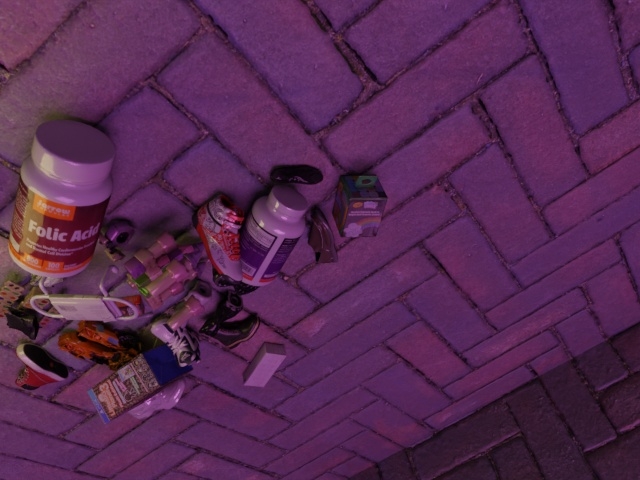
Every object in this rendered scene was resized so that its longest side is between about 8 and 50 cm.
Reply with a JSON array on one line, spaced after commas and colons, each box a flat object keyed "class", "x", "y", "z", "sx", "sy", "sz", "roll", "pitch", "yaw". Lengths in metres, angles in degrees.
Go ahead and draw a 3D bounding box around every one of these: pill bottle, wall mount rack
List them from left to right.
[{"class": "pill bottle", "x": -0.689, "y": -0.107, "z": 1.408, "sx": 0.223, "sy": 0.224, "sz": 0.392, "roll": 12, "pitch": 128, "yaw": -27}, {"class": "wall mount rack", "x": -0.694, "y": 0.194, "z": 1.642, "sx": 0.349, "sy": 0.131, "sz": 0.304, "roll": 1, "pitch": 139, "yaw": 11}, {"class": "pill bottle", "x": -0.166, "y": -0.016, "z": 1.691, "sx": 0.181, "sy": 0.182, "sz": 0.323, "roll": 14, "pitch": 126, "yaw": -28}]

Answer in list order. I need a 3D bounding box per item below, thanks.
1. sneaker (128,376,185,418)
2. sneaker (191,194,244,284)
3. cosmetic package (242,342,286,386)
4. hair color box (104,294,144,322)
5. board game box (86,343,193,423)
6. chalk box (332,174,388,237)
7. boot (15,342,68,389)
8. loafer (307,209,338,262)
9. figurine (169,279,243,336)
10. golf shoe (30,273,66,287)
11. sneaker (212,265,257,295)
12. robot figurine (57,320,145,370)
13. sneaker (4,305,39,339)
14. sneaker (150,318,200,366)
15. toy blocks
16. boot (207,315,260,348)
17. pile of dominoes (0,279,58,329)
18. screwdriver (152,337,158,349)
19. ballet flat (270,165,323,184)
[{"class": "sneaker", "x": -0.702, "y": 0.651, "z": 2.192, "sx": 0.305, "sy": 0.114, "sz": 0.152, "roll": -31, "pitch": 135, "yaw": 12}, {"class": "sneaker", "x": -0.282, "y": -0.010, "z": 1.616, "sx": 0.145, "sy": 0.270, "sz": 0.090, "roll": -37, "pitch": 165, "yaw": 20}, {"class": "cosmetic package", "x": -0.244, "y": 0.540, "z": 2.272, "sx": 0.098, "sy": 0.061, "sz": 0.239, "roll": 16, "pitch": 126, "yaw": -27}, {"class": "hair color box", "x": -0.703, "y": 0.242, "z": 1.859, "sx": 0.141, "sy": 0.043, "sz": 0.072, "roll": -9, "pitch": 135, "yaw": -8}, {"class": "board game box", "x": -0.676, "y": 0.528, "z": 1.990, "sx": 0.291, "sy": 0.141, "sz": 0.232, "roll": -35, "pitch": 173, "yaw": 16}, {"class": "chalk box", "x": 0.129, "y": -0.131, "z": 1.714, "sx": 0.132, "sy": 0.132, "sz": 0.213, "roll": -1, "pitch": 131, "yaw": -16}, {"class": "boot", "x": -1.079, "y": 0.474, "z": 1.932, "sx": 0.176, "sy": 0.089, "sz": 0.244, "roll": -20, "pitch": 138, "yaw": 3}, {"class": "loafer", "x": 0.000, "y": 0.000, "z": 1.819, "sx": 0.087, "sy": 0.094, "sz": 0.251, "roll": -20, "pitch": 135, "yaw": -4}, {"class": "figurine", "x": -0.428, "y": 0.264, "z": 1.929, "sx": 0.214, "sy": 0.092, "sz": 0.209, "roll": 24, "pitch": 119, "yaw": -33}, {"class": "golf shoe", "x": -0.837, "y": 0.094, "z": 1.670, "sx": 0.176, "sy": 0.069, "sz": 0.086, "roll": -30, "pitch": 140, "yaw": 24}, {"class": "sneaker", "x": -0.292, "y": 0.116, "z": 1.839, "sx": 0.101, "sy": 0.106, "sz": 0.267, "roll": -30, "pitch": 154, "yaw": 9}, {"class": "robot figurine", "x": -0.801, "y": 0.397, "z": 1.944, "sx": 0.211, "sy": 0.085, "sz": 0.291, "roll": -34, "pitch": 133, "yaw": 16}, {"class": "sneaker", "x": -0.995, "y": 0.277, "z": 1.750, "sx": 0.089, "sy": 0.051, "sz": 0.170, "roll": 11, "pitch": 142, "yaw": -16}, {"class": "sneaker", "x": -0.527, "y": 0.393, "z": 1.961, "sx": 0.094, "sy": 0.153, "sz": 0.235, "roll": -35, "pitch": 139, "yaw": 1}, {"class": "toy blocks", "x": -0.481, "y": 0.064, "z": 1.679, "sx": 0.260, "sy": 0.309, "sz": 0.289, "roll": -42, "pitch": 154, "yaw": -23}, {"class": "boot", "x": -0.344, "y": 0.344, "z": 2.053, "sx": 0.198, "sy": 0.077, "sz": 0.137, "roll": -41, "pitch": 125, "yaw": 19}, {"class": "pile of dominoes", "x": -0.971, "y": 0.229, "z": 1.730, "sx": 0.195, "sy": 0.040, "sz": 0.251, "roll": 25, "pitch": 132, "yaw": -34}, {"class": "screwdriver", "x": -0.627, "y": 0.378, "z": 2.020, "sx": 0.024, "sy": 0.025, "sz": 0.170, "roll": 11, "pitch": 123, "yaw": -26}, {"class": "ballet flat", "x": -0.074, "y": -0.205, "z": 1.649, "sx": 0.173, "sy": 0.049, "sz": 0.058, "roll": 1, "pitch": 89, "yaw": -20}]
